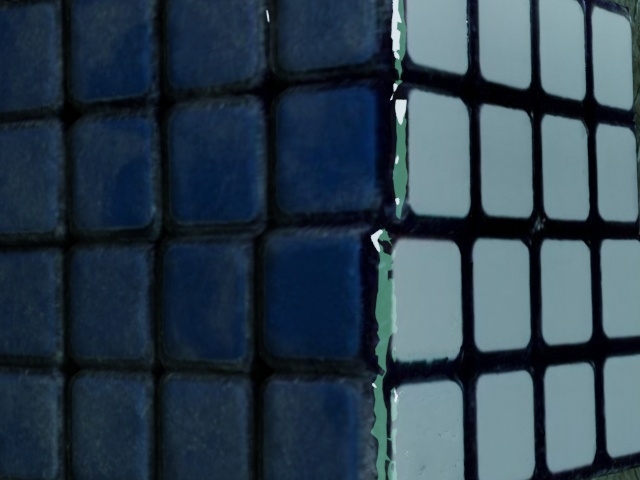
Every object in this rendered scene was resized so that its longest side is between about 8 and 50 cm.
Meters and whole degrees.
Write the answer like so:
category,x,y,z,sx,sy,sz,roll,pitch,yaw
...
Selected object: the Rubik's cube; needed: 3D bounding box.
category,x,y,z,sx,sy,sz,roll,pitch,yaw
Rubik's cube,0.000,0.000,0.982,0.344,0.344,0.337,1,88,-52
